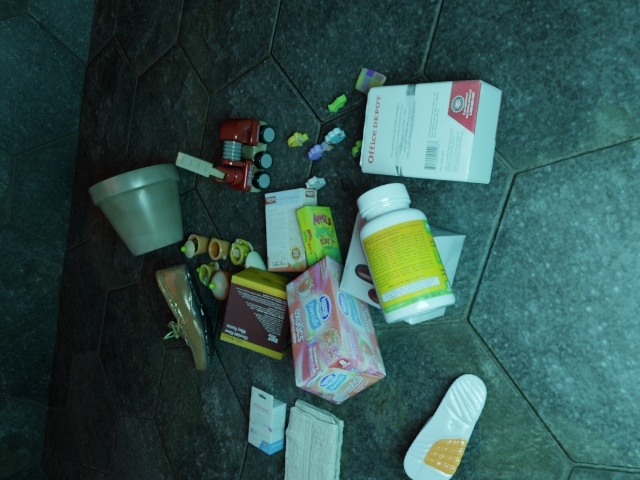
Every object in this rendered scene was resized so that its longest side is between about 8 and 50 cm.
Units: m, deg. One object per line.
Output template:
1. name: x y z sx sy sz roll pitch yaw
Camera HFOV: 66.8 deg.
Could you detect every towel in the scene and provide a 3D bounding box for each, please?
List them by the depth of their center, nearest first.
1. towel: 0.127 -0.401 1.237 0.083 0.009 0.060 38 116 37
2. towel: -0.021 0.607 1.366 0.187 0.049 0.282 7 95 44

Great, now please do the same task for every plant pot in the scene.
1. plant pot: -0.642 -0.103 1.793 0.323 0.323 0.280 -15 97 42

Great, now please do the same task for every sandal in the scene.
1. sandal: 0.285 0.417 1.068 0.102 0.076 0.265 32 92 23

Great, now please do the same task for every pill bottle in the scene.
1. pill bottle: 0.153 0.022 0.929 0.136 0.136 0.246 -28 72 40

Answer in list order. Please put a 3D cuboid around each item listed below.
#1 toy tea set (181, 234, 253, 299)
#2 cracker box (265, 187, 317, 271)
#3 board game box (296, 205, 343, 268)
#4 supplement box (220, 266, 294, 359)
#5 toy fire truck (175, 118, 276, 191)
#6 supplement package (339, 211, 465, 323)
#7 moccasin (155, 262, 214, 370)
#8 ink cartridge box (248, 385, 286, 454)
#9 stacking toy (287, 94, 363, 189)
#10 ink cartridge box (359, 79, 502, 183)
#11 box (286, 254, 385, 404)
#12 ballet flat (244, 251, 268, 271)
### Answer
1. toy tea set: -0.369 0.079 1.630 0.336 0.124 0.200 11 98 42
2. cracker box: -0.082 -0.027 1.400 0.155 0.067 0.232 -2 90 42
3. board game box: 0.000 0.000 1.305 0.043 0.092 0.181 -23 75 41
4. supplement box: -0.157 0.202 1.383 0.191 0.129 0.194 15 102 14
5. toy fire truck: -0.284 -0.264 1.461 0.158 0.246 0.217 15 101 42
6. supplement package: 0.182 0.052 1.098 0.203 0.149 0.194 22 105 39
7. moccasin: -0.464 0.270 1.658 0.146 0.139 0.380 -16 105 0
8. ink cartridge box: -0.162 0.541 1.487 0.104 0.061 0.181 9 97 42
9. stacking toy: 0.013 -0.262 1.318 0.221 0.052 0.167 -36 67 37
10. ink cartridge box: 0.234 -0.235 1.068 0.272 0.114 0.197 13 100 41
11. box: 0.028 0.205 1.154 0.154 0.142 0.300 -37 38 24
12. ballet flat: -0.179 0.158 1.489 0.086 0.086 0.249 4 100 43
